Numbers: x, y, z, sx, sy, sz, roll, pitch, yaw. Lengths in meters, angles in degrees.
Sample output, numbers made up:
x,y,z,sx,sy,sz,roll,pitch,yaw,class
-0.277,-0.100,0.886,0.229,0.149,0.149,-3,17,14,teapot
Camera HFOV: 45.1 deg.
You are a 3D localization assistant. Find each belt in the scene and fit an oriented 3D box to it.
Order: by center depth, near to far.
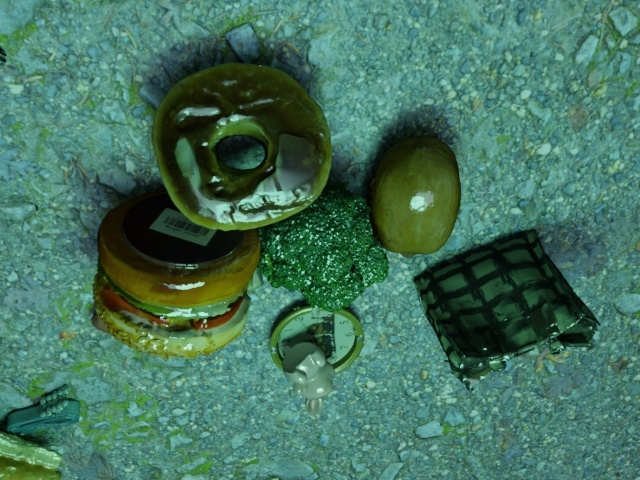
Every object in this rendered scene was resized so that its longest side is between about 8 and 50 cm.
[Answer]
x,y,z,sx,sy,sz,roll,pitch,yaw,class
-0.679,0.421,1.871,0.179,0.065,0.100,-15,138,-1,belt

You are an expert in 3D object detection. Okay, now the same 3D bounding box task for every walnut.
x,y,z,sx,sy,sz,roll,pitch,yaw,class
0.189,-0.078,1.595,0.203,0.203,0.298,-1,130,-11,walnut

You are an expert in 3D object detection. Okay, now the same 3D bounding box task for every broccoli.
x,y,z,sx,sy,sz,roll,pitch,yaw,class
0.000,0.000,1.583,0.265,0.294,0.245,-48,152,11,broccoli

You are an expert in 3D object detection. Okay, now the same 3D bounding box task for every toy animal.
x,y,z,sx,sy,sz,roll,pitch,yaw,class
-0.008,0.332,1.841,0.124,0.124,0.213,-25,131,7,toy animal

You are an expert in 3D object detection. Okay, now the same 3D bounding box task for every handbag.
x,y,z,sx,sy,sz,roll,pitch,yaw,class
0.402,0.153,1.730,0.325,0.327,0.163,-23,123,4,handbag

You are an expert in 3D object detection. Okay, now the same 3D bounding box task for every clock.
x,y,z,sx,sy,sz,roll,pitch,yaw,class
-0.011,0.237,1.876,0.236,0.057,0.237,-5,125,-8,clock

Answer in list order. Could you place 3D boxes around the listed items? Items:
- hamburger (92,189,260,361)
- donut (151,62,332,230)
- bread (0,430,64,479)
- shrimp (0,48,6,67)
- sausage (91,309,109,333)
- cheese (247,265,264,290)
x,y,z,sx,sy,sz,roll,pitch,yaw,class
-0.287,0.069,1.532,0.329,0.330,0.250,1,128,-13,hamburger
-0.148,-0.165,1.438,0.329,0.160,0.330,0,89,-6,donut
-0.831,0.543,1.851,0.375,0.165,0.236,25,139,-26,bread
-0.614,-0.284,1.366,0.152,0.046,0.219,-20,127,7,shrimp
-0.442,0.192,1.747,0.154,0.062,0.062,26,117,-28,sausage
-0.227,0.089,1.729,0.192,0.037,0.097,-15,127,-1,cheese
